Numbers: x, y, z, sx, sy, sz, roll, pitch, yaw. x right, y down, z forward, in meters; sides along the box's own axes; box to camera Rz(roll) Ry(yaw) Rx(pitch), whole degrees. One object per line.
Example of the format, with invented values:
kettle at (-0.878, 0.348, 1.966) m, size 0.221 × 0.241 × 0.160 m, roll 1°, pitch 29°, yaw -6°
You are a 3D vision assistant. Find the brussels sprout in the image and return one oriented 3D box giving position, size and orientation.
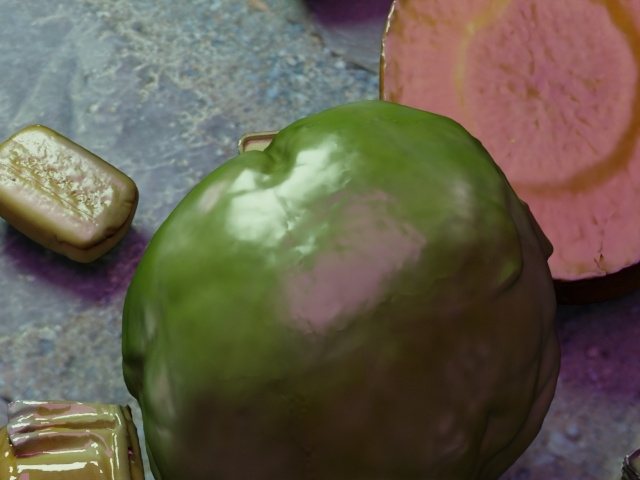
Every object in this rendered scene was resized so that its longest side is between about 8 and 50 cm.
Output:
brussels sprout at (0.010, 0.071, 1.218) m, size 0.274 × 0.316 × 0.242 m, roll -18°, pitch 32°, yaw -39°

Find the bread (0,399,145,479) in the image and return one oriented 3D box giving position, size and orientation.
bread at (-0.153, 0.225, 1.208) m, size 0.107 × 0.136 × 0.241 m, roll -6°, pitch 58°, yaw -6°

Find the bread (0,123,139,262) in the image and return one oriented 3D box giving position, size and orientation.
bread at (-0.191, -0.030, 1.428) m, size 0.115 × 0.056 × 0.082 m, roll 27°, pitch 60°, yaw 8°

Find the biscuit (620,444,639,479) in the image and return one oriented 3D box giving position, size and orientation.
biscuit at (0.328, 0.207, 1.295) m, size 0.147 × 0.046 × 0.250 m, roll -31°, pitch 63°, yaw -20°

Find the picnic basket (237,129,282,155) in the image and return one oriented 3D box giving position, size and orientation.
picnic basket at (0.000, 0.000, 1.401) m, size 0.115 × 0.079 × 0.164 m, roll -4°, pitch 55°, yaw -3°

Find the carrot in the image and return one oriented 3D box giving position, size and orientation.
carrot at (0.169, -0.108, 1.410) m, size 0.258 × 0.100 × 0.307 m, roll -6°, pitch 79°, yaw -3°
